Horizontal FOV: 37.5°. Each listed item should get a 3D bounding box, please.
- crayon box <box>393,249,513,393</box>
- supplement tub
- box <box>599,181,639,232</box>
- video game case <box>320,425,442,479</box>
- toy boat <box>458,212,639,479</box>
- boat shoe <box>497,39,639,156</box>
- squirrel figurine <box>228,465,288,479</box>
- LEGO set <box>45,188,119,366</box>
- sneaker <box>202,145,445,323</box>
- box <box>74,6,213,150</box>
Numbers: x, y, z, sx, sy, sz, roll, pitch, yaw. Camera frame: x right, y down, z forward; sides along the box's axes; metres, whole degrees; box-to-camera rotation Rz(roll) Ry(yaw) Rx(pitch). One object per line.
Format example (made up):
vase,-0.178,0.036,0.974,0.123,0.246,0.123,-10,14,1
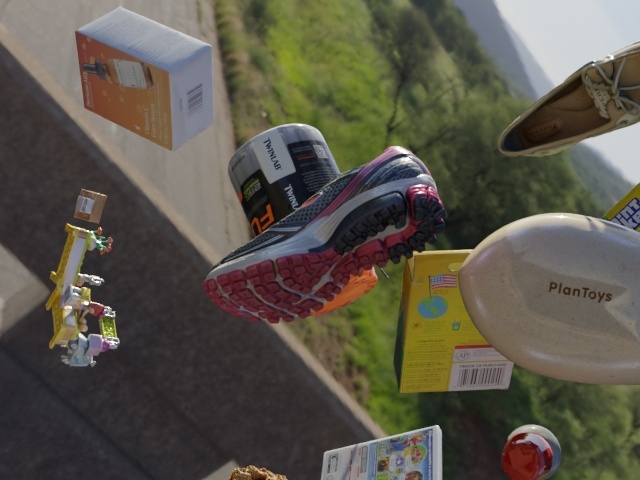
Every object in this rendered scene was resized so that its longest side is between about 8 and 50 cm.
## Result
crayon box,0.237,0.120,1.587,0.081,0.202,0.318,-97,-173,-50
supplement tub,-0.030,-0.038,1.825,0.207,0.207,0.338,21,42,-64
box,0.569,-0.020,1.462,0.177,0.290,0.279,50,25,17
video game case,0.056,0.223,0.888,0.011,0.122,0.087,61,22,-30
toy boat,0.275,0.128,1.092,0.267,0.318,0.148,16,-2,20
boat shoe,0.376,-0.187,1.323,0.089,0.285,0.104,-22,81,-43
squirrel figurine,-0.097,0.578,1.741,0.281,0.397,0.370,-5,31,-38
LEGO set,-0.355,0.069,1.485,0.107,0.132,0.287,17,58,-32
sneaker,0.000,0.000,1.099,0.121,0.299,0.112,53,17,-45
box,-0.242,-0.224,1.305,0.170,0.130,0.091,26,46,23
